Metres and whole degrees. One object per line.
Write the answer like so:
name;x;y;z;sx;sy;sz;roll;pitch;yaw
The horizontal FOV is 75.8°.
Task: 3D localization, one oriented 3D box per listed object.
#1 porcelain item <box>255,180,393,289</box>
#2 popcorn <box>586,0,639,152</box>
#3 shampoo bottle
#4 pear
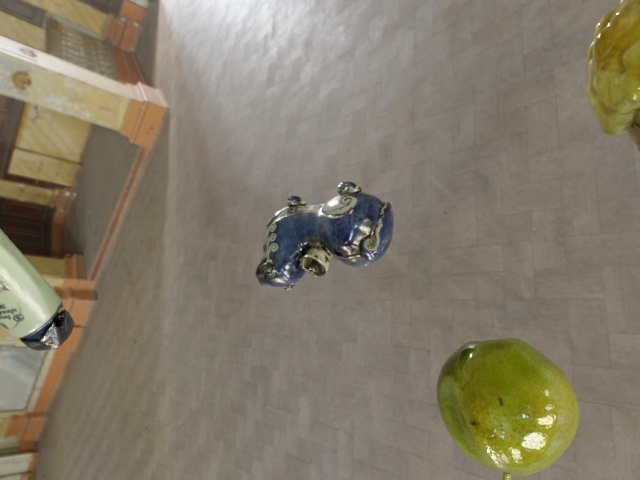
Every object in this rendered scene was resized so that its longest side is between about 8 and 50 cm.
porcelain item;0.000;0.000;0.805;0.287;0.138;0.186;-5;47;32
popcorn;0.441;-0.186;0.427;0.286;0.252;0.215;20;65;28
shampoo bottle;-0.562;0.058;0.716;0.134;0.360;0.078;-7;38;10
pear;0.248;0.243;0.557;0.180;0.166;0.217;-24;61;59
